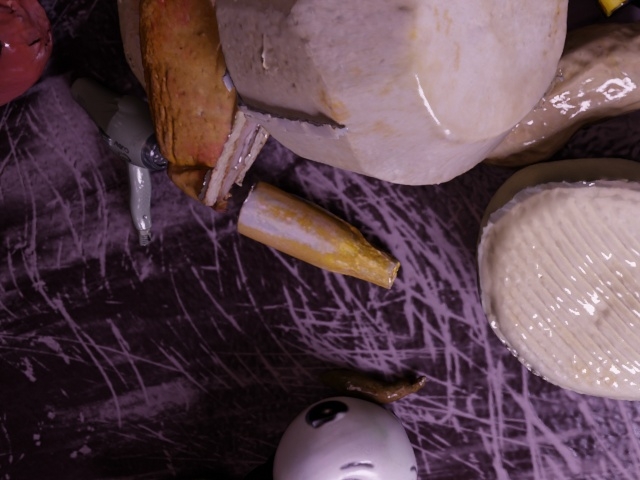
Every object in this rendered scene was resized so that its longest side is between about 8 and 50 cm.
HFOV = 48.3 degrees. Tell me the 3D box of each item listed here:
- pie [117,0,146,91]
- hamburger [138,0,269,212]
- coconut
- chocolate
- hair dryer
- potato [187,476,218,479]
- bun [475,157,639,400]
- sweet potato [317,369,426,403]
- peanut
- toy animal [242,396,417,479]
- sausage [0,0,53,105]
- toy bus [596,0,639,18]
[{"bbox_3d":[-0.134,-0.290,0.916,0.337,0.075,0.338,7,109,22],"label":"pie"},{"bbox_3d":[-0.124,-0.201,0.814,0.245,0.155,0.282,46,123,5],"label":"hamburger"},{"bbox_3d":[0.057,-0.211,0.666,0.323,0.323,0.323,5,103,20],"label":"coconut"},{"bbox_3d":[0.000,0.000,0.928,0.219,0.085,0.086,27,110,10],"label":"chocolate"},{"bbox_3d":[-0.284,-0.134,1.009,0.219,0.088,0.225,53,144,20],"label":"hair dryer"},{"bbox_3d":[-0.171,0.416,1.058,0.202,0.182,0.117,14,69,37],"label":"potato"},{"bbox_3d":[0.313,0.033,0.773,0.287,0.146,0.287,14,119,26],"label":"bun"},{"bbox_3d":[0.068,0.198,0.961,0.153,0.038,0.041,-1,124,20],"label":"sweet potato"},{"bbox_3d":[0.250,-0.151,0.771,0.256,0.123,0.124,-19,94,23],"label":"peanut"},{"bbox_3d":[0.013,0.338,0.923,0.212,0.212,0.267,43,120,8],"label":"toy animal"},{"bbox_3d":[-0.503,-0.262,1.024,0.279,0.152,0.152,-23,93,23],"label":"sausage"},{"bbox_3d":[0.386,-0.353,0.657,0.331,0.145,0.151,-36,88,24],"label":"toy bus"}]
